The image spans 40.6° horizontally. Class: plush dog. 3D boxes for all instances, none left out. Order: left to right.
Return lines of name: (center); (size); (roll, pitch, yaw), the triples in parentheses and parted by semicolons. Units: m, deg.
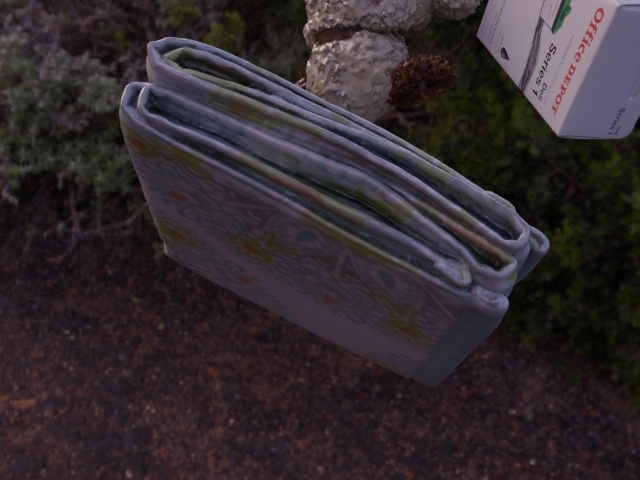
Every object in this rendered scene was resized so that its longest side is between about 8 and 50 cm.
plush dog: (0.051, -0.255, 1.077); (0.262, 0.225, 0.211); (-5, -7, 41)

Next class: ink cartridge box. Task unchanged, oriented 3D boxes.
ink cartridge box: (0.276, -0.235, 0.947); (0.093, 0.160, 0.219); (-1, 41, -20)

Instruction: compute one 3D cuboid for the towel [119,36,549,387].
towel: (0.000, 0.000, 0.749); (0.320, 0.374, 0.090); (28, 71, 7)
